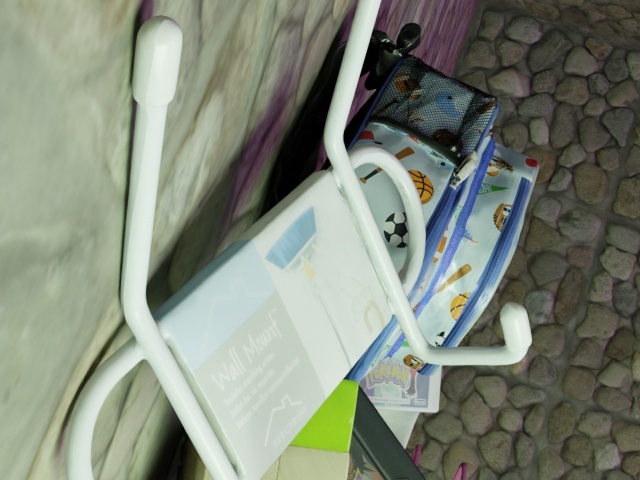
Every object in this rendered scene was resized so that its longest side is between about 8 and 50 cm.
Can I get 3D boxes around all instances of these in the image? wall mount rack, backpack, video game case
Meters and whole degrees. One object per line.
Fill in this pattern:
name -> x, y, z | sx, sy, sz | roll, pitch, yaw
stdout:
wall mount rack -> 0.000, 0.000, 0.525 | 0.350, 0.130, 0.304 | -45, 119, -45
backpack -> 0.052, 0.004, 0.832 | 0.263, 0.213, 0.276 | -51, 165, -41
video game case -> 0.012, 0.234, 1.003 | 0.035, 0.275, 0.248 | -19, 144, -27
video game case -> 0.083, 0.103, 1.097 | 0.201, 0.023, 0.183 | 14, 78, -50

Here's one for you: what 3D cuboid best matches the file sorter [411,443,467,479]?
file sorter -> 0.029, 0.354, 1.247 | 0.182, 0.290, 0.202 | -63, 170, -67

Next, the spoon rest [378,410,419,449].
spoon rest -> 0.066, 0.204, 1.149 | 0.084, 0.137, 0.276 | -33, 168, 13

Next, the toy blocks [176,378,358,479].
toy blocks -> -0.076, 0.288, 0.729 | 0.261, 0.190, 0.381 | 154, -55, -74
